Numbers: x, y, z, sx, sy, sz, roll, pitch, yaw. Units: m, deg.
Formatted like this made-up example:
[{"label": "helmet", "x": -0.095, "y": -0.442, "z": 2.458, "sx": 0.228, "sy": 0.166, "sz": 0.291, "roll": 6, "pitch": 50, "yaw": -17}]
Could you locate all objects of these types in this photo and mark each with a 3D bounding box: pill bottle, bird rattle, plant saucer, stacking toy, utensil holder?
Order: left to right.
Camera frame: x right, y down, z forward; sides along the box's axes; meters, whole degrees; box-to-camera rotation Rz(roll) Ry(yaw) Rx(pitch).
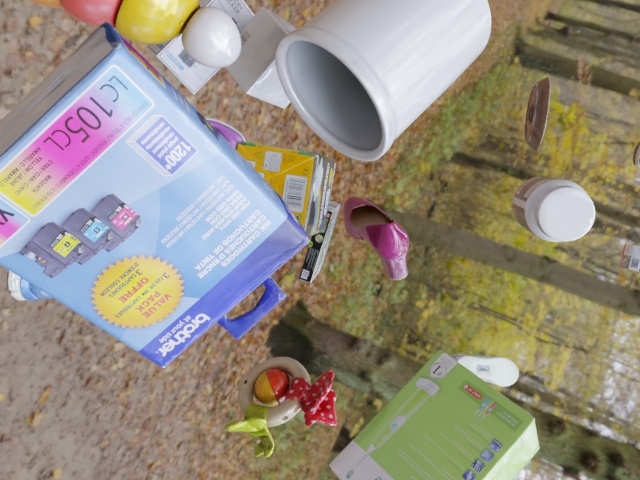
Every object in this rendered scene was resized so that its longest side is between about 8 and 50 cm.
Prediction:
[{"label": "stacking toy", "x": -0.364, "y": -0.519, "z": 1.212, "sx": 0.351, "sy": 0.479, "sz": 0.351, "roll": -51, "pitch": -165, "yaw": 19}, {"label": "bird rattle", "x": -0.089, "y": 0.329, "z": 1.283, "sx": 0.253, "sy": 0.207, "sz": 0.143, "roll": -36, "pitch": 130, "yaw": 3}, {"label": "utensil holder", "x": 0.147, "y": -0.422, "z": 1.357, "sx": 0.385, "sy": 0.327, "sz": 0.328, "roll": -44, "pitch": 159, "yaw": -19}, {"label": "plant saucer", "x": 0.501, "y": -0.294, "z": 1.399, "sx": 0.168, "sy": 0.029, "sz": 0.169, "roll": 6, "pitch": 90, "yaw": -81}, {"label": "pill bottle", "x": 0.600, "y": -0.082, "z": 1.560, "sx": 0.278, "sy": 0.162, "sz": 0.162, "roll": -53, "pitch": 163, "yaw": -79}]

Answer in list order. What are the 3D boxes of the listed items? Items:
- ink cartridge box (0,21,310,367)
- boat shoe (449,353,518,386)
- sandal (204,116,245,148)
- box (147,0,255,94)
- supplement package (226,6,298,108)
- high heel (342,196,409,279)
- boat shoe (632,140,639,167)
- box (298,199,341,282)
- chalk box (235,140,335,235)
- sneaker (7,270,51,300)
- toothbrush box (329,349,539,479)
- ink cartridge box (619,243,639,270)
[{"label": "ink cartridge box", "x": -0.206, "y": -0.024, "z": 0.757, "sx": 0.270, "sy": 0.151, "sz": 0.395, "roll": -41, "pitch": 129, "yaw": 4}, {"label": "boat shoe", "x": 0.448, "y": 0.353, "z": 1.681, "sx": 0.081, "sy": 0.227, "sz": 0.079, "roll": 3, "pitch": -100, "yaw": 66}, {"label": "sandal", "x": -0.441, "y": -0.335, "z": 1.935, "sx": 0.102, "sy": 0.416, "sz": 0.170, "roll": -154, "pitch": -102, "yaw": -71}, {"label": "box", "x": -0.329, "y": -0.587, "z": 1.729, "sx": 0.290, "sy": 0.087, "sz": 0.169, "roll": -44, "pitch": 135, "yaw": -1}, {"label": "supplement package", "x": -0.132, "y": -0.512, "z": 1.712, "sx": 0.194, "sy": 0.149, "sz": 0.203, "roll": -43, "pitch": 160, "yaw": 20}, {"label": "high heel", "x": 0.143, "y": -0.067, "z": 1.640, "sx": 0.127, "sy": 0.377, "sz": 0.181, "roll": -23, "pitch": 129, "yaw": -11}, {"label": "boat shoe", "x": 0.790, "y": -0.220, "z": 1.269, "sx": 0.257, "sy": 0.095, "sz": 0.095, "roll": -30, "pitch": 124, "yaw": -6}, {"label": "box", "x": 0.000, "y": 0.000, "z": 1.615, "sx": 0.114, "sy": 0.036, "sz": 0.207, "roll": -47, "pitch": 156, "yaw": -68}, {"label": "chalk box", "x": -0.076, "y": -0.112, "z": 1.347, "sx": 0.289, "sy": 0.179, "sz": 0.180, "roll": -20, "pitch": 120, "yaw": -79}, {"label": "sneaker", "x": -0.546, "y": -0.039, "z": 1.246, "sx": 0.130, "sy": 0.147, "sz": 0.330, "roll": -159, "pitch": -104, "yaw": -74}, {"label": "toothbrush box", "x": 0.192, "y": 0.361, "z": 1.009, "sx": 0.283, "sy": 0.206, "sz": 0.122, "roll": -42, "pitch": 136, "yaw": -17}, {"label": "ink cartridge box", "x": 0.807, "y": 0.043, "z": 1.574, "sx": 0.115, "sy": 0.029, "sz": 0.063, "roll": -13, "pitch": 114, "yaw": -79}]
